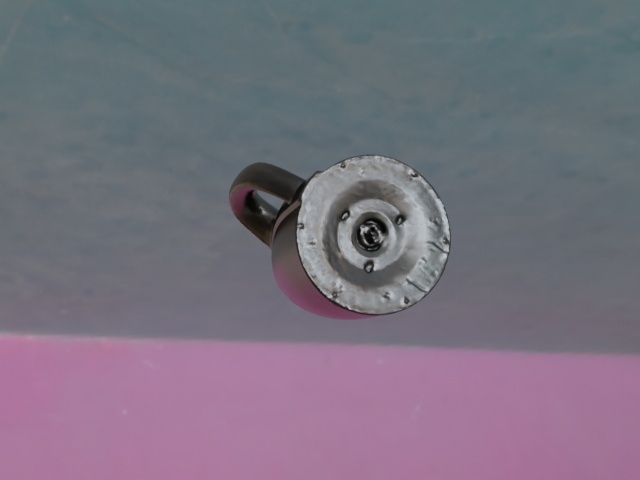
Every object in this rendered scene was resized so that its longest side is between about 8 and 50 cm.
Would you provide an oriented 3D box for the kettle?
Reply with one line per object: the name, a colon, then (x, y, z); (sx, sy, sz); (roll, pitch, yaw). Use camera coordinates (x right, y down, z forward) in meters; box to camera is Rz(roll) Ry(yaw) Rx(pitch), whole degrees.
kettle: (0.000, 0.000, 1.084); (0.202, 0.144, 0.232); (31, 165, -8)
